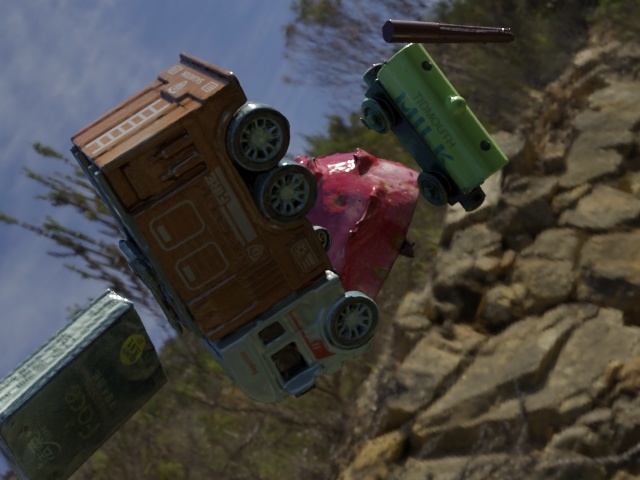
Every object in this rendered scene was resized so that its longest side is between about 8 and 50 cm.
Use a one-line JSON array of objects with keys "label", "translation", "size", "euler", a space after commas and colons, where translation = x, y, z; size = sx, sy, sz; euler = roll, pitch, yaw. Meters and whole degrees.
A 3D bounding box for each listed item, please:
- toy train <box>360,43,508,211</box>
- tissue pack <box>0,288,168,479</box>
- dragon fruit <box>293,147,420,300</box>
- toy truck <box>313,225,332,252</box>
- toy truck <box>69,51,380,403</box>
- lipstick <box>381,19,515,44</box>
[{"label": "toy train", "translation": [0.161, -0.159, 1.333], "size": [0.105, 0.253, 0.157], "euler": [-34, -4, -25]}, {"label": "tissue pack", "translation": [-0.354, 0.220, 1.380], "size": [0.257, 0.081, 0.185], "euler": [-44, -41, -30]}, {"label": "dragon fruit", "translation": [0.000, 0.000, 1.651], "size": [0.386, 0.249, 0.371], "euler": [-65, 8, -20]}, {"label": "toy truck", "translation": [-0.055, 0.060, 1.212], "size": [0.114, 0.098, 0.226], "euler": [-11, -74, -29]}, {"label": "toy truck", "translation": [-0.081, 0.005, 0.835], "size": [0.162, 0.136, 0.305], "euler": [-35, -59, -13]}, {"label": "lipstick", "translation": [0.154, -0.240, 1.112], "size": [0.177, 0.027, 0.027], "euler": [-4, -59, -27]}]
